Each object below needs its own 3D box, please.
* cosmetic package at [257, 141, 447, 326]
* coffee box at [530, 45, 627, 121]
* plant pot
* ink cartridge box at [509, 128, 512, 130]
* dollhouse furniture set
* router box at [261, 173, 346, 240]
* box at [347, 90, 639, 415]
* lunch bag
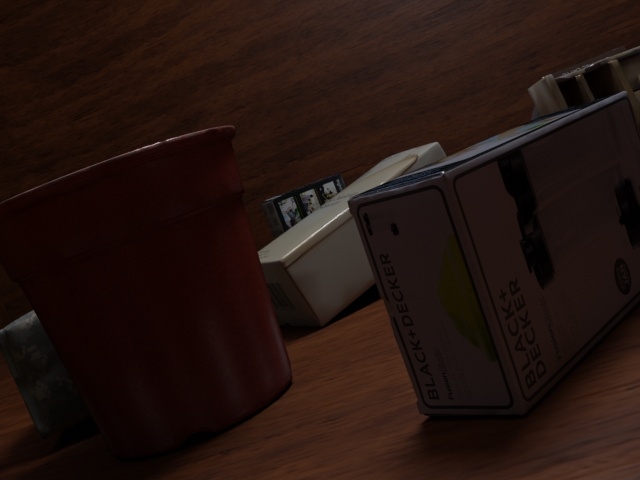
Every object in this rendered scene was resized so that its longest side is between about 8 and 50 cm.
[{"bbox_3d":[0.052,-0.008,1.092,0.309,0.113,0.160,-38,12,-25],"label":"cosmetic package"},{"bbox_3d":[0.419,-0.177,1.203,0.141,0.098,0.246,-22,-25,-3],"label":"coffee box"},{"bbox_3d":[-0.167,0.056,0.767,0.273,0.265,0.272,-21,5,2],"label":"plant pot"},{"bbox_3d":[0.291,-0.100,1.510,0.307,0.072,0.303,-45,-1,16],"label":"ink cartridge box"},{"bbox_3d":[0.373,-0.186,0.818,0.161,0.212,0.242,-22,-5,-20],"label":"dollhouse furniture set"},{"bbox_3d":[0.000,0.000,1.181,0.133,0.178,0.046,-23,7,-28],"label":"router box"},{"bbox_3d":[0.167,-0.002,0.586,0.290,0.169,0.087,-24,8,-43],"label":"box"},{"bbox_3d":[-0.265,0.128,1.015,0.235,0.168,0.287,-25,-2,-9],"label":"lunch bag"}]
